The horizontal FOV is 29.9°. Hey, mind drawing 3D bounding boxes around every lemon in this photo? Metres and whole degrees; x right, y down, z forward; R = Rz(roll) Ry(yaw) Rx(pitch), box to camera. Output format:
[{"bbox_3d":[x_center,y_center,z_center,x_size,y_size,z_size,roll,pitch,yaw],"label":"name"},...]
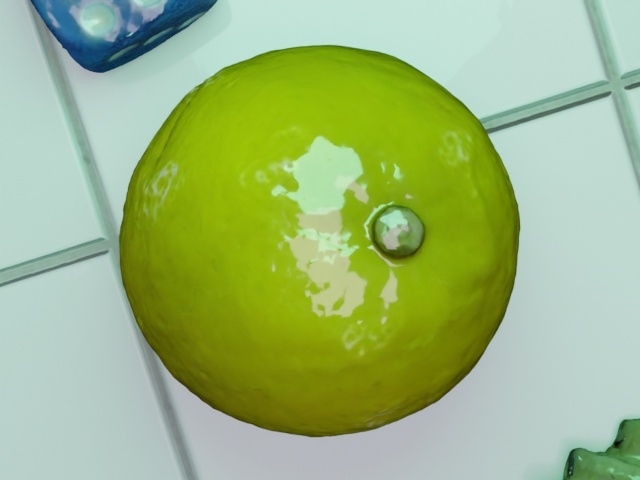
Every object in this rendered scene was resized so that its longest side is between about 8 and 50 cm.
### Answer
[{"bbox_3d":[0.000,0.000,0.981,0.348,0.348,0.347,0,94,1],"label":"lemon"}]

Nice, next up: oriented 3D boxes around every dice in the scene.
[{"bbox_3d":[-0.183,-0.240,1.061,0.146,0.146,0.143,-30,95,7],"label":"dice"}]

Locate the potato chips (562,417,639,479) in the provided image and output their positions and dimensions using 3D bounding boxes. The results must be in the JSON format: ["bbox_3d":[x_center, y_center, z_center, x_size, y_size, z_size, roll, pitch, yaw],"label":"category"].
[{"bbox_3d":[0.373,0.339,1.026,0.429,0.070,0.358,21,73,25],"label":"potato chips"}]
